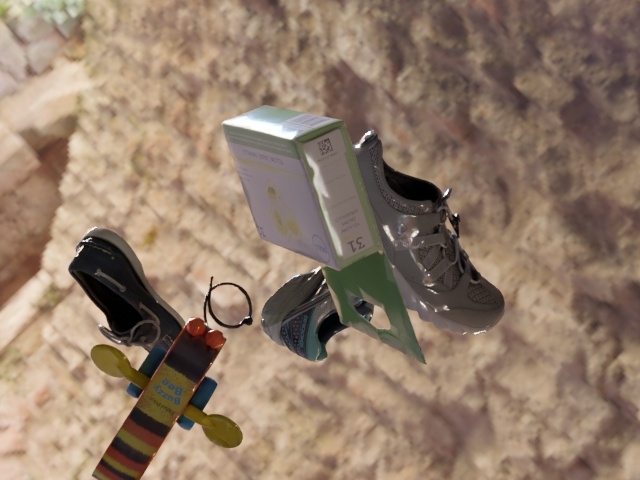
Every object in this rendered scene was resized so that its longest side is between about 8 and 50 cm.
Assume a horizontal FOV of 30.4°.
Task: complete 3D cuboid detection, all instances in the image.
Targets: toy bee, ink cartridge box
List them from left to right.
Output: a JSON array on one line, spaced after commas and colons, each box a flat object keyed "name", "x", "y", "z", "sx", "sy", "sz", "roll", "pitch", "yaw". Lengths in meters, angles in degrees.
[{"name": "toy bee", "x": -0.176, "y": 0.152, "z": 1.397, "sx": 0.195, "sy": 0.298, "sz": 0.162, "roll": 12, "pitch": -23, "yaw": -10}, {"name": "ink cartridge box", "x": 0.000, "y": 0.000, "z": 1.052, "sx": 0.171, "sy": 0.056, "sz": 0.235, "roll": 21, "pitch": -47, "yaw": 62}]

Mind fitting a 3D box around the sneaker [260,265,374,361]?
[{"name": "sneaker", "x": 0.050, "y": 0.066, "z": 1.735, "sx": 0.122, "sy": 0.283, "sz": 0.110, "roll": 39, "pitch": -7, "yaw": 34}]

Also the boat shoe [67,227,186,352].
[{"name": "boat shoe", "x": -0.248, "y": 0.096, "z": 1.554, "sx": 0.095, "sy": 0.079, "sz": 0.254, "roll": 3, "pitch": -43, "yaw": 29}]

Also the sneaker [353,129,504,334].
[{"name": "sneaker", "x": 0.110, "y": -0.001, "z": 1.240, "sx": 0.281, "sy": 0.115, "sz": 0.105, "roll": 38, "pitch": 21, "yaw": -27}]
